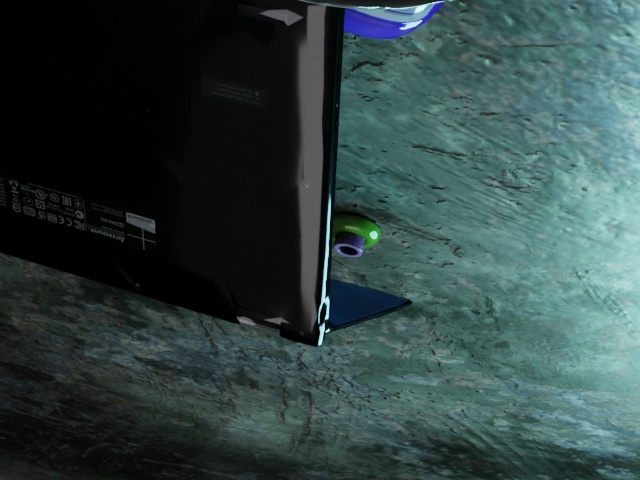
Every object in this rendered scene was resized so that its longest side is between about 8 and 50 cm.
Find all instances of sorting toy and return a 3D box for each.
[{"bbox_3d":[0.000,0.000,1.234,0.102,0.042,0.061,17,155,-7],"label":"sorting toy"}]

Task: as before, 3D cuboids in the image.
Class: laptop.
[{"bbox_3d":[-0.133,-0.087,1.001,0.382,0.236,0.408,15,130,15],"label":"laptop"}]

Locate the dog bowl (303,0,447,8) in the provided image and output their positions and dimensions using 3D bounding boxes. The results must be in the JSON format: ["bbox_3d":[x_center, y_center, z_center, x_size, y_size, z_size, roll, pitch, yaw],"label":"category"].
[{"bbox_3d":[-0.023,-0.240,0.405,0.349,0.348,0.102,33,162,-37],"label":"dog bowl"}]

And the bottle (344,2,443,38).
[{"bbox_3d":[0.057,-0.207,0.704,0.118,0.092,0.283,22,154,-10],"label":"bottle"}]
